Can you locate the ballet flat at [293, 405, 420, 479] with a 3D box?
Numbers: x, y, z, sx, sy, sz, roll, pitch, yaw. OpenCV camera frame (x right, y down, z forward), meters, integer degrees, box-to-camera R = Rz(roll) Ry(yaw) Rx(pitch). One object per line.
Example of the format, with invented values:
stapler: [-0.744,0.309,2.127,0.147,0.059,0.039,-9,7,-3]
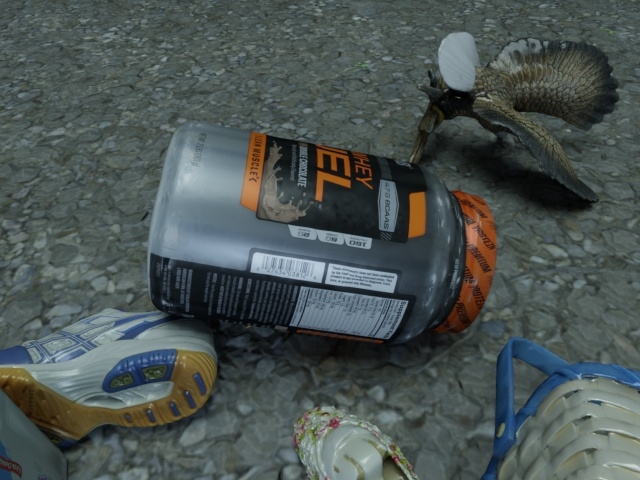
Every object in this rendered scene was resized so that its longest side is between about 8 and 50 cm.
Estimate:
ballet flat: [0.060,0.223,0.438,0.091,0.077,0.241,-31,49,-25]

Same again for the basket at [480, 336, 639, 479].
basket: [0.241,0.198,0.373,0.254,0.201,0.289,29,28,17]

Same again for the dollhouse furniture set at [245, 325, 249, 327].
dollhouse furniture set: [-0.074,0.050,0.668,0.076,0.059,0.152,1,62,-6]

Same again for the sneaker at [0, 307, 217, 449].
sneaker: [-0.260,0.140,0.541,0.296,0.112,0.131,-5,28,-8]

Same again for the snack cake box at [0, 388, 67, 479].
snack cake box: [-0.368,0.227,0.400,0.264,0.152,0.089,-15,45,-12]

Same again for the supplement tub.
supplement tub: [0.000,0.000,0.555,0.337,0.207,0.207,9,42,-10]

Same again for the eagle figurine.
eagle figurine: [0.315,-0.206,0.807,0.298,0.227,0.225,15,26,25]
